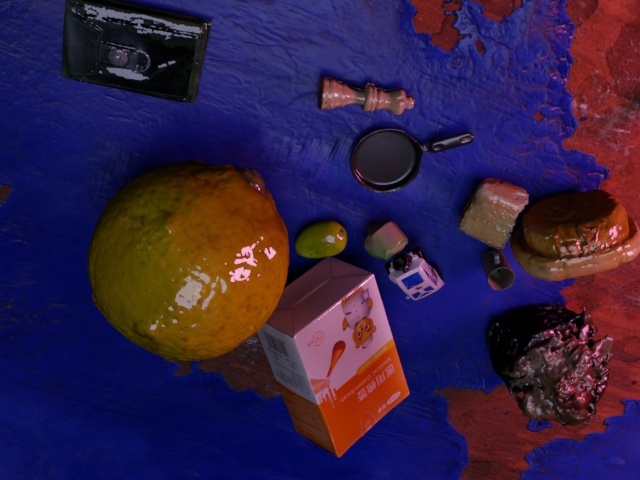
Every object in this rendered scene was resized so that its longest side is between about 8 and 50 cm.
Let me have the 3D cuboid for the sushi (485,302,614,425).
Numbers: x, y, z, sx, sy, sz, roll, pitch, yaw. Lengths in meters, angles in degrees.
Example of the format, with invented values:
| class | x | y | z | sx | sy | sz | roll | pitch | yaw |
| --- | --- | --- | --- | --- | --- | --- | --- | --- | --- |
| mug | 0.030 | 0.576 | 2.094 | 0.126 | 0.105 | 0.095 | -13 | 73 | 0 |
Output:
| class | x | y | z | sx | sy | sz | roll | pitch | yaw |
| --- | --- | --- | --- | --- | --- | --- | --- | --- | --- |
| sushi | 0.481 | 0.261 | 1.677 | 0.225 | 0.218 | 0.238 | -9 | 122 | -2 |

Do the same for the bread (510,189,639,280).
| class | x | y | z | sx | sy | sz | roll | pitch | yaw |
| --- | --- | --- | --- | --- | --- | --- | --- | --- | --- |
| bread | 0.480 | -0.008 | 1.521 | 0.236 | 0.198 | 0.120 | -13 | 114 | 8 |

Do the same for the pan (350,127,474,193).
| class | x | y | z | sx | sy | sz | roll | pitch | yaw |
| --- | --- | --- | --- | --- | --- | --- | --- | --- | --- |
| pan | 0.171 | -0.164 | 1.508 | 0.235 | 0.028 | 0.136 | -15 | 122 | 10 |

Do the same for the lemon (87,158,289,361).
| class | x | y | z | sx | sy | sz | roll | pitch | yaw |
| --- | --- | --- | --- | --- | --- | --- | --- | --- | --- |
| lemon | -0.224 | 0.029 | 1.430 | 0.350 | 0.350 | 0.387 | 39 | 106 | -23 |

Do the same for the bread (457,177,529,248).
| class | x | y | z | sx | sy | sz | roll | pitch | yaw |
| --- | --- | --- | --- | --- | --- | --- | --- | --- | --- |
| bread | 0.335 | -0.060 | 1.548 | 0.106 | 0.082 | 0.125 | 29 | 129 | 10 |

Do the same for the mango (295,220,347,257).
| class | x | y | z | sx | sy | sz | roll | pitch | yaw |
| --- | --- | --- | --- | --- | --- | --- | --- | --- | --- |
| mango | 0.000 | 0.000 | 1.584 | 0.108 | 0.056 | 0.073 | -25 | 114 | 15 |

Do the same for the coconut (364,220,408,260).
| class | x | y | z | sx | sy | sz | roll | pitch | yaw |
| --- | --- | --- | --- | --- | --- | --- | --- | --- | --- |
| coconut | 0.124 | 0.000 | 1.580 | 0.081 | 0.083 | 0.082 | 45 | 130 | 16 |

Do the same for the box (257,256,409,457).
| class | x | y | z | sx | sy | sz | roll | pitch | yaw |
| --- | --- | --- | --- | --- | --- | --- | --- | --- | --- |
| box | 0.028 | 0.237 | 1.626 | 0.225 | 0.143 | 0.341 | -36 | 126 | -27 |

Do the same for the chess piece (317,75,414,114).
| class | x | y | z | sx | sy | sz | roll | pitch | yaw |
| --- | --- | --- | --- | --- | --- | --- | --- | --- | --- |
| chess piece | 0.083 | -0.255 | 1.435 | 0.172 | 0.060 | 0.060 | 4 | 121 | -8 |

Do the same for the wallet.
| class | x | y | z | sx | sy | sz | roll | pitch | yaw |
| --- | --- | --- | --- | --- | --- | --- | --- | --- | --- |
| wallet | -0.317 | -0.324 | 1.373 | 0.236 | 0.055 | 0.160 | 11 | 127 | -10 |

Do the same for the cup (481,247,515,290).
| class | x | y | z | sx | sy | sz | roll | pitch | yaw |
| --- | --- | --- | --- | --- | --- | --- | --- | --- | --- |
| cup | 0.349 | 0.049 | 1.616 | 0.054 | 0.083 | 0.075 | -37 | 117 | 18 |

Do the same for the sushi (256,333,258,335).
| class | x | y | z | sx | sy | sz | roll | pitch | yaw |
| --- | --- | --- | --- | --- | --- | --- | --- | --- | --- |
| sushi | -0.099 | 0.159 | 1.662 | 0.094 | 0.084 | 0.098 | 18 | 114 | -15 |

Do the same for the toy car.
| class | x | y | z | sx | sy | sz | roll | pitch | yaw |
| --- | --- | --- | --- | --- | --- | --- | --- | --- | --- |
| toy car | 0.189 | 0.072 | 1.599 | 0.080 | 0.070 | 0.171 | -28 | 148 | 14 |
